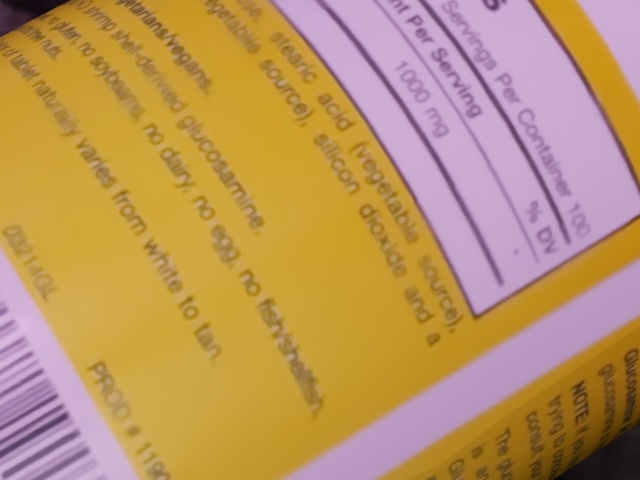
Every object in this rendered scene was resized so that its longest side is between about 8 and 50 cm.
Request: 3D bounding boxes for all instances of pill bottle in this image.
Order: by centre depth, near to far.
[{"bbox_3d":[0.000,0.000,0.465,0.334,0.188,0.188,-30,113,-13],"label":"pill bottle"}]
